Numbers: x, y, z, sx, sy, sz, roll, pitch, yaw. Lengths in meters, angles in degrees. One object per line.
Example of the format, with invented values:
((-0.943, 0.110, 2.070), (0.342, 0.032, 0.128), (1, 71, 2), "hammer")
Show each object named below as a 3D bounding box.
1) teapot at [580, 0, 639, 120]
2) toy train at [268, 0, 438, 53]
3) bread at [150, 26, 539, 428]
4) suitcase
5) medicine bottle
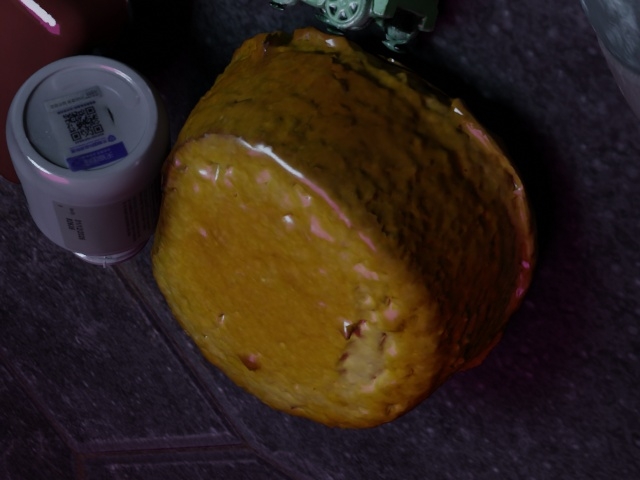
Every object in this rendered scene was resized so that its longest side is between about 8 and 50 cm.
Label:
((0.189, -0.237, 0.495), (0.233, 0.315, 0.312), (-30, 128, 10), "teapot")
((0.031, -0.196, 0.823), (0.149, 0.099, 0.081), (29, 107, 31), "toy train")
((0.000, 0.002, 0.936), (0.337, 0.204, 0.358), (38, 144, 17), "bread")
((-0.288, -0.216, 1.037), (0.236, 0.161, 0.297), (43, 144, 2), "suitcase")
((-0.201, -0.059, 0.970), (0.135, 0.135, 0.215), (38, 158, 10), "medicine bottle")
